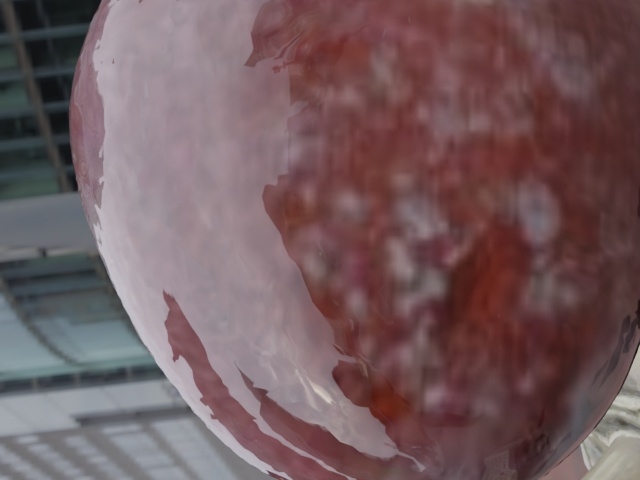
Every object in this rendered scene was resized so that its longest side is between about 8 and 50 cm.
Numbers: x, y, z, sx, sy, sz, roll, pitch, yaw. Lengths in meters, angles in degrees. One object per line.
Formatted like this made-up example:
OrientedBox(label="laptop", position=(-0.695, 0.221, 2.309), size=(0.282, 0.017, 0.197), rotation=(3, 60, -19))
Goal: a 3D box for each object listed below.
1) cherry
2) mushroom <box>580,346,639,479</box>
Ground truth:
OrientedBox(label="cherry", position=(0.024, -0.036, 0.588), size=(0.213, 0.236, 0.285), rotation=(99, 159, -84))
OrientedBox(label="mushroom", position=(0.347, 0.218, 1.468), size=(0.336, 0.314, 0.314), rotation=(-50, -24, -22))
